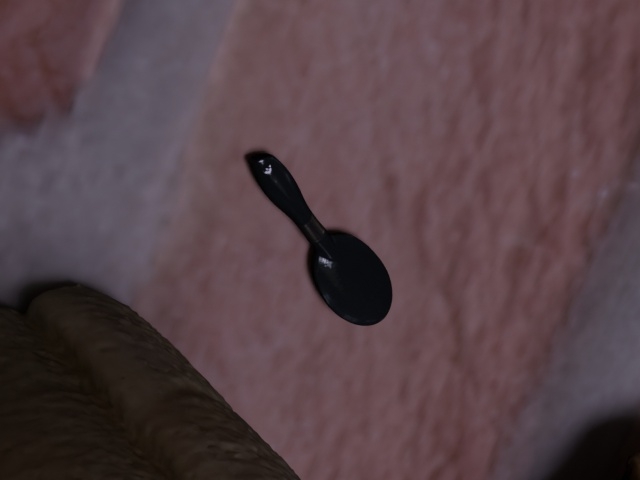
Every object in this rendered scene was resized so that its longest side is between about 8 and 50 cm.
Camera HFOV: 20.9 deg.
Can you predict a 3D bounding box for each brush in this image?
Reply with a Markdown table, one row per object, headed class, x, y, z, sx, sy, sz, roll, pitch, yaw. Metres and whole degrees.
| class | x | y | z | sx | sy | sz | roll | pitch | yaw |
| --- | --- | --- | --- | --- | --- | --- | --- | --- | --- |
| brush | 0.000 | 0.000 | 0.564 | 0.024 | 0.008 | 0.083 | -43 | 127 | -5 |

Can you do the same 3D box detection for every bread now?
| class | x | y | z | sx | sy | sz | roll | pitch | yaw |
| --- | --- | --- | --- | --- | --- | --- | --- | --- | --- |
| bread | -0.075 | 0.102 | 0.483 | 0.148 | 0.141 | 0.134 | -31 | 124 | -15 |

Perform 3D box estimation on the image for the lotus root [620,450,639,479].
| class | x | y | z | sx | sy | sz | roll | pitch | yaw |
| --- | --- | --- | --- | --- | --- | --- | --- | --- | --- |
| lotus root | 0.149 | 0.178 | 0.679 | 0.125 | 0.118 | 0.221 | -14 | 118 | -6 |
